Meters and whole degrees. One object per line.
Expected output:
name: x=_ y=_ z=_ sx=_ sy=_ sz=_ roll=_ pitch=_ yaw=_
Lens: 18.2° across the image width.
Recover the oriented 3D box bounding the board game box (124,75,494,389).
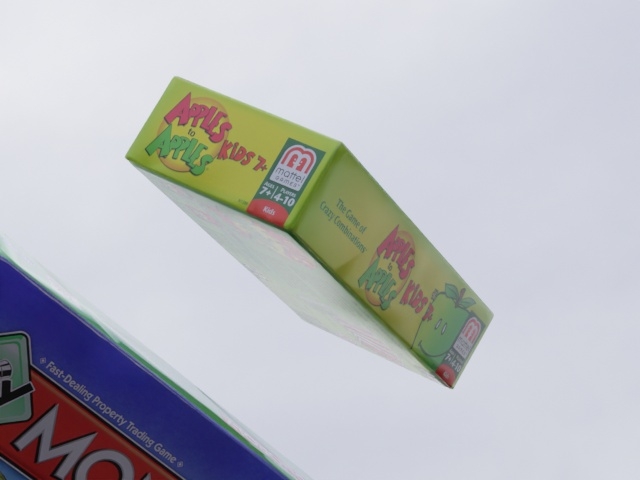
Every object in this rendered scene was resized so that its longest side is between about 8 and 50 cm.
board game box: x=0.000 y=0.000 z=0.875 sx=0.092 sy=0.043 sz=0.181 roll=23 pitch=-12 yaw=33

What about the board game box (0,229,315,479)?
board game box: x=-0.093 y=0.168 z=0.860 sx=0.317 sy=0.046 sz=0.213 roll=41 pitch=-85 yaw=-24
